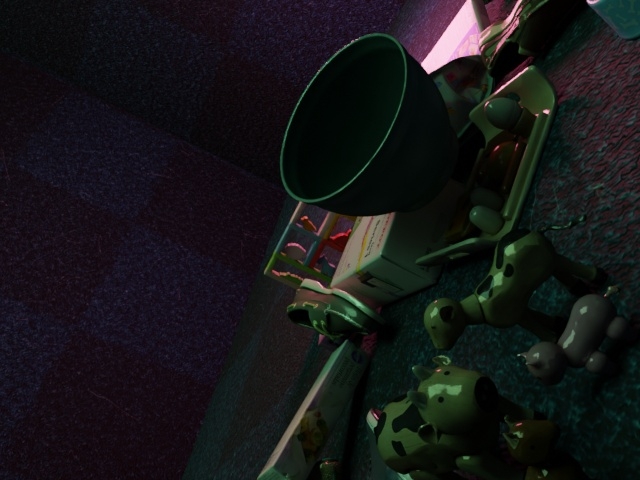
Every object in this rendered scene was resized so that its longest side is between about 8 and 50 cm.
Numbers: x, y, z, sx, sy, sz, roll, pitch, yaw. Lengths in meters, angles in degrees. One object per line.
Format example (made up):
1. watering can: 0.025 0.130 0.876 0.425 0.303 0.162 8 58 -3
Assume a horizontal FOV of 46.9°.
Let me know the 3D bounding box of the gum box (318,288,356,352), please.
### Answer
1. gum box: 0.052 0.158 1.637 0.107 0.062 0.188 -59 11 30

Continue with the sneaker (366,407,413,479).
1. sneaker: 0.075 0.331 0.990 0.163 0.086 0.226 -60 11 6

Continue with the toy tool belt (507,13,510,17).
1. toy tool belt: 0.375 -0.418 1.447 0.083 0.051 0.052 -50 17 54

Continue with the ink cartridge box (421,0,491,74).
1. ink cartridge box: 0.311 -0.411 1.664 0.208 0.045 0.206 -52 29 41

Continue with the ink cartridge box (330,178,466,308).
1. ink cartridge box: 0.143 -0.001 1.404 0.201 0.117 0.278 -68 11 -20

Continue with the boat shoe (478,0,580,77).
1. boat shoe: 0.371 -0.362 1.280 0.257 0.095 0.095 141 129 -66

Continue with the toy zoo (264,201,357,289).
1. toy zoo: 0.000 0.000 1.943 0.293 0.192 0.030 -62 11 11

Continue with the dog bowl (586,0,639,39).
1. dog bowl: 0.452 -0.415 0.963 0.297 0.074 0.166 -62 9 7

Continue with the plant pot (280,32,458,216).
1. plant pot: 0.101 -0.159 1.210 0.293 0.196 0.293 -33 44 39

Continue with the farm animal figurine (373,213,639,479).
1. farm animal figurine: 0.153 0.160 0.757 0.327 0.172 0.330 -55 13 42

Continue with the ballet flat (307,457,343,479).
1. ballet flat: -0.019 0.443 1.279 0.206 0.073 0.067 121 148 -49

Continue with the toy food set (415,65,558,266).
1. toy food set: 0.251 -0.108 1.180 0.306 0.092 0.220 -66 10 -16

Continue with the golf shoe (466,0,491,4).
1. golf shoe: 0.425 -0.658 1.747 0.273 0.105 0.120 -60 -9 -5

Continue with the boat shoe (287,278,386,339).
1. boat shoe: 0.024 0.149 1.456 0.091 0.109 0.305 -54 23 -12

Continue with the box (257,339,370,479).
1. box: -0.004 0.310 1.308 0.067 0.063 0.324 -49 3 41

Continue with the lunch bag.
1. lunch bag: 0.220 -0.237 1.462 0.262 0.160 0.223 -45 -2 -32
